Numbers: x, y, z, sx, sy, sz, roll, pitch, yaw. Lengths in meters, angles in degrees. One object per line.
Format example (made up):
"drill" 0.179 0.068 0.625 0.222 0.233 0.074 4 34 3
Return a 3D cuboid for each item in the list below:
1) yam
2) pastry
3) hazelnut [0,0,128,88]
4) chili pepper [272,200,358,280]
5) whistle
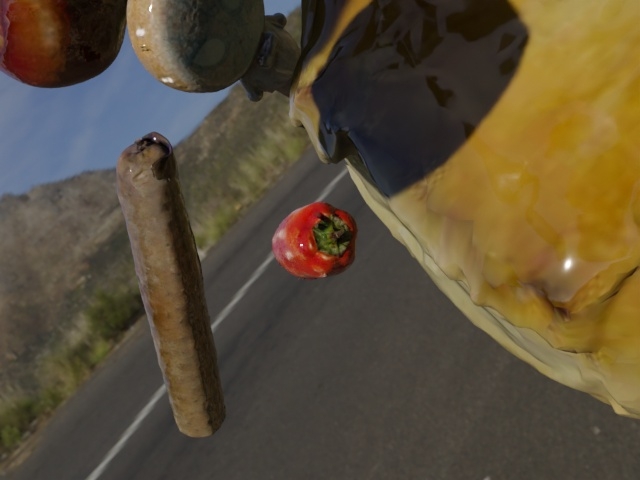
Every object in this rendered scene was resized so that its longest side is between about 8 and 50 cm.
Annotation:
"yam" -0.102 0.041 0.649 0.046 0.046 0.264 -47 -35 -39
"pastry" 0.185 -0.104 0.477 0.409 0.409 0.245 -43 -23 10
"hazelnut" -0.299 -0.273 1.014 0.178 0.178 0.204 -42 45 23
"chili pepper" 0.000 0.000 1.068 0.192 0.086 0.084 151 127 -72
"whistle" -0.063 -0.150 0.690 0.057 0.220 0.107 14 86 43
